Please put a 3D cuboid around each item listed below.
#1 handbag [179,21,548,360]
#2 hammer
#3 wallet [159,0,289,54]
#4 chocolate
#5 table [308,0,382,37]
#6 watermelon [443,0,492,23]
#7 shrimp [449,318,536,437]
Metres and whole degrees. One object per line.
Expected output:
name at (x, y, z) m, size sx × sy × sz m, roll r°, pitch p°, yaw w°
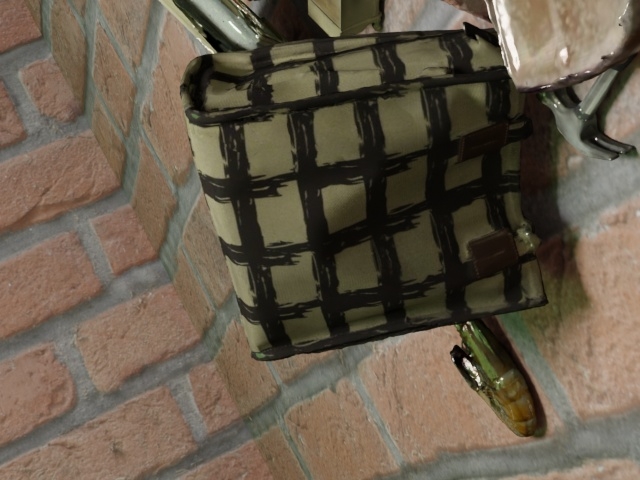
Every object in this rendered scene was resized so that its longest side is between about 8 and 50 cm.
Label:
handbag at (0.053, -0.049, 1.063) m, size 0.162 × 0.327 × 0.325 m, roll -91°, pitch -9°, yaw -52°
hammer at (0.256, -0.154, 0.879) m, size 0.103 × 0.029 × 0.246 m, roll 58°, pitch 158°, yaw 18°
wallet at (-0.106, -0.268, 1.386) m, size 0.223 × 0.077 × 0.309 m, roll 41°, pitch -174°, yaw 16°
chocolate at (0.184, -0.272, 0.796) m, size 0.185 × 0.100 × 0.303 m, roll 164°, pitch 90°, yaw -74°
table at (0.029, -0.288, 1.232) m, size 0.079 × 0.062 × 0.083 m, roll 51°, pitch 157°, yaw 31°
watermelon at (0.076, -0.281, 1.051) m, size 0.207 × 0.136 × 0.202 m, roll 91°, pitch 156°, yaw -80°
shrimp at (0.205, 0.159, 1.365) m, size 0.217 × 0.051 × 0.150 m, roll 60°, pitch 167°, yaw 1°
